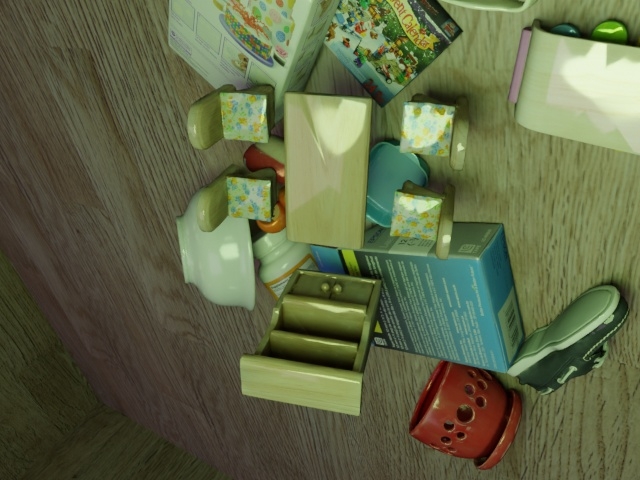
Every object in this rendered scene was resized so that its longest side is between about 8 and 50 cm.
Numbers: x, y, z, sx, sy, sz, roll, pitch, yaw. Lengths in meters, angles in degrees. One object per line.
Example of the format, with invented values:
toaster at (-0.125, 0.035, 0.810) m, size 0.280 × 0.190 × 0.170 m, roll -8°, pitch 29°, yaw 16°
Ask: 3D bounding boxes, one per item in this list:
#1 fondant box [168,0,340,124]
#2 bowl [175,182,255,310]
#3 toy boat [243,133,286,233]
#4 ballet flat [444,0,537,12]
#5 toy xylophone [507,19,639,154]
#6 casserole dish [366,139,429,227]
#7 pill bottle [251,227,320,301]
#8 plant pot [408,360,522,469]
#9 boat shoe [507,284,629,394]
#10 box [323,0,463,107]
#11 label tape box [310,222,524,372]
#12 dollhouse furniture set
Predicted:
fondant box at (-0.112, -0.344, 0.835) m, size 0.238 × 0.096 × 0.330 m, roll 43°, pitch 156°, yaw 2°
bowl at (-0.227, 0.010, 1.162) m, size 0.298 × 0.134 × 0.298 m, roll 173°, pitch 90°, yaw -75°
toy boat at (-0.055, -0.076, 0.993) m, size 0.231 × 0.151 × 0.151 m, roll 45°, pitch 179°, yaw -32°
ballet flat at (0.223, -0.322, 0.540) m, size 0.482 × 0.164 × 0.182 m, roll 17°, pitch 123°, yaw 43°
toy xylophone at (0.377, -0.191, 0.620) m, size 0.322 × 0.081 × 0.236 m, roll 27°, pitch 131°, yaw 20°
casserole dish at (0.120, -0.101, 0.965) m, size 0.114 × 0.037 × 0.188 m, roll 39°, pitch 142°, yaw 5°
pill bottle at (-0.048, 0.078, 1.194) m, size 0.136 × 0.136 × 0.246 m, roll -22°, pitch 109°, yaw 49°
plant pot at (0.293, 0.342, 1.107) m, size 0.174 × 0.191 × 0.191 m, roll 26°, pitch 139°, yaw 10°
boat shoe at (0.416, 0.173, 0.911) m, size 0.091 × 0.114 × 0.303 m, roll 36°, pitch 153°, yaw 10°
box at (0.067, -0.328, 0.794) m, size 0.233 × 0.044 × 0.159 m, roll 47°, pitch 142°, yaw -5°
label tape box at (0.177, 0.092, 1.036) m, size 0.347 × 0.115 × 0.249 m, roll 5°, pitch 127°, yaw 41°
dollhouse furniture set at (0.000, 0.000, 0.784) m, size 0.361 × 0.256 × 0.395 m, roll 7°, pitch 119°, yaw 11°
